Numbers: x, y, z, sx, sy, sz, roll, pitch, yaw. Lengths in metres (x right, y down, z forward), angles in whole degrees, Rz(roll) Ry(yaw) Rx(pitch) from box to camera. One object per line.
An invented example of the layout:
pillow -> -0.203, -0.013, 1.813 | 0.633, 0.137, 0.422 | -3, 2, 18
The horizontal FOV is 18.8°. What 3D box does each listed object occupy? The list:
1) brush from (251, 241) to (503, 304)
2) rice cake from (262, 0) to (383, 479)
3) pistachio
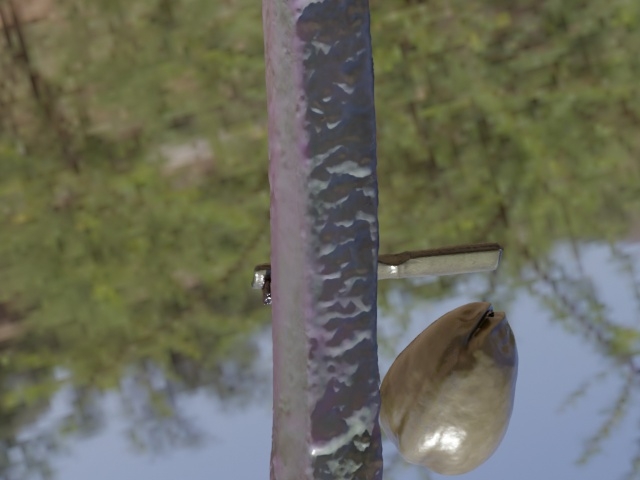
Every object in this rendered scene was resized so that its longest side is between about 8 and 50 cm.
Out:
brush -> 0.058, 0.035, 1.893 | 0.248, 0.036, 0.043 | -5, 156, -9
rice cake -> 0.000, 0.000, 1.117 | 0.056, 0.365, 0.073 | -5, -169, -22
pistachio -> 0.109, 0.120, 1.567 | 0.126, 0.108, 0.185 | -46, 166, -32
